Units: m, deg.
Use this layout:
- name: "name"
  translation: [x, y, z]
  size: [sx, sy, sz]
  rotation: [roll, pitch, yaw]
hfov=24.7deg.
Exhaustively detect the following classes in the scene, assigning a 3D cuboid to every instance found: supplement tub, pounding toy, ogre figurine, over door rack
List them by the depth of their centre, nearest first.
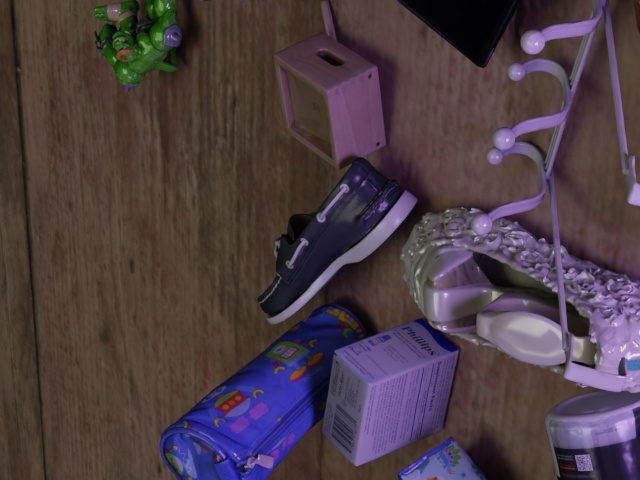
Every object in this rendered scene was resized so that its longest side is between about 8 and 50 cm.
- name: "over door rack"
  translation: [0.217, -0.063, 1.319]
  size: [0.324, 0.108, 0.239]
  rotation: [-101, 15, -45]
- name: "supplement tub"
  translation: [0.298, 0.250, 1.453]
  size: [0.117, 0.117, 0.190]
  rotation: [-5, 100, 55]
- name: "pounding toy"
  translation: [0.013, -0.183, 1.697]
  size: [0.141, 0.100, 0.130]
  rotation: [39, 148, 43]
- name: "ogre figurine"
  translation: [-0.242, -0.288, 1.999]
  size: [0.197, 0.097, 0.118]
  rotation: [-27, 67, 26]

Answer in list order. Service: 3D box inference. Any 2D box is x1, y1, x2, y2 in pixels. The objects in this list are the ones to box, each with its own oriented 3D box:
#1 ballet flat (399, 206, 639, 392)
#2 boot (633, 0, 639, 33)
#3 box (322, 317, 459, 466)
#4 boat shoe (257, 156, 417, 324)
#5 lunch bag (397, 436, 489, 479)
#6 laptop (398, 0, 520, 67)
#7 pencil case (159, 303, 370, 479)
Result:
- name: "ballet flat"
  translation: [0.190, 0.058, 1.506]
  size: [0.409, 0.147, 0.147]
  rotation: [19, 119, 51]
- name: "boot"
  translation: [0.328, -0.111, 1.264]
  size: [0.220, 0.109, 0.283]
  rotation: [57, 155, 33]
- name: "box"
  translation: [0.081, 0.176, 1.707]
  size: [0.072, 0.137, 0.126]
  rotation: [41, 135, 40]
- name: "boat shoe"
  translation: [0.000, 0.000, 1.754]
  size: [0.091, 0.114, 0.302]
  rotation: [44, 132, -4]
- name: "lunch bag"
  translation: [0.163, 0.314, 1.696]
  size: [0.128, 0.096, 0.151]
  rotation: [55, 172, 24]
- name: "laptop"
  translation: [0.103, -0.447, 1.370]
  size: [0.382, 0.236, 0.407]
  rotation: [114, 165, -65]
- name: "pencil case"
  translation: [-0.053, 0.198, 1.768]
  size: [0.133, 0.306, 0.119]
  rotation: [5, 123, 43]
